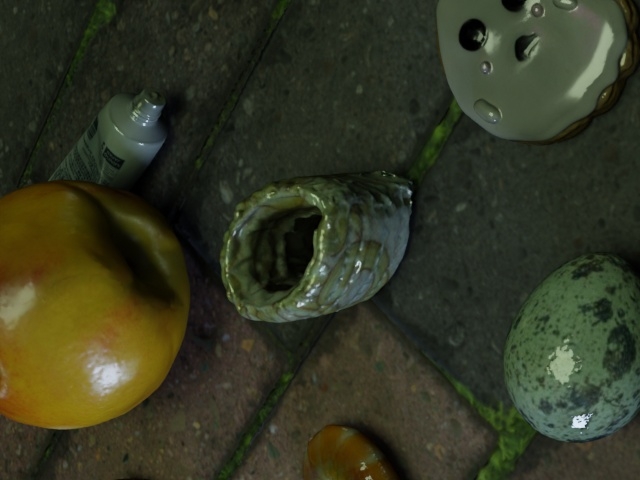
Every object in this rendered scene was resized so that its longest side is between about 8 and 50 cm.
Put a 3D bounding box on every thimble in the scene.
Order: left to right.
[{"bbox_3d":[0.000,0.000,1.222,0.190,0.143,0.137,-39,70,34],"label":"thimble"}]

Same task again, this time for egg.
[{"bbox_3d":[0.231,0.093,1.055,0.132,0.132,0.172,22,99,35],"label":"egg"}]

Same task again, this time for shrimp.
[{"bbox_3d":[0.055,0.309,1.268,0.248,0.068,0.150,55,137,26],"label":"shrimp"}]

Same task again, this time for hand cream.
[{"bbox_3d":[-0.281,-0.075,1.501,0.340,0.078,0.124,-46,68,41],"label":"hand cream"}]

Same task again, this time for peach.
[{"bbox_3d":[-0.302,0.088,1.394,0.308,0.289,0.289,-35,73,29],"label":"peach"}]

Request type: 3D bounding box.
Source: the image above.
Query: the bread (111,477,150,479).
[{"bbox_3d":[-0.202,0.364,1.476,0.187,0.065,0.103,17,107,35],"label":"bread"}]

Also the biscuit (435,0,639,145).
[{"bbox_3d":[0.187,-0.185,1.115,0.208,0.049,0.181,46,120,24],"label":"biscuit"}]
